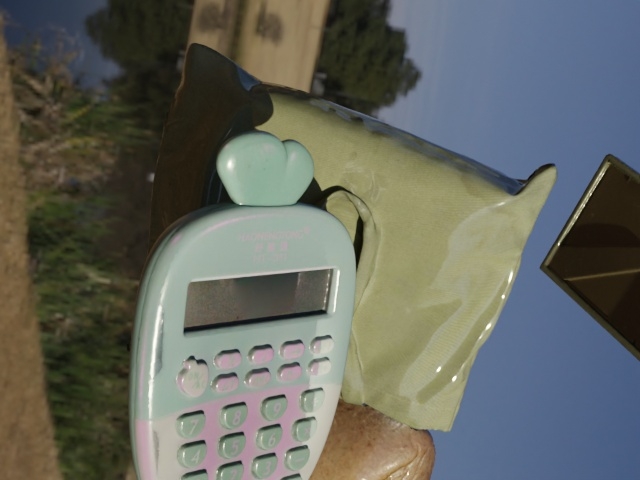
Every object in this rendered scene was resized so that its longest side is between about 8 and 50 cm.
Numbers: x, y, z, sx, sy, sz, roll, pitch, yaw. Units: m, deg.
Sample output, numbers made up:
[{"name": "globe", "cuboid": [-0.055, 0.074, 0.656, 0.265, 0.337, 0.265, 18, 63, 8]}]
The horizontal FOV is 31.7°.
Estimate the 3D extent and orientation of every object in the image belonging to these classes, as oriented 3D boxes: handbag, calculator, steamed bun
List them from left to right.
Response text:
[{"name": "calculator", "cuboid": [-0.052, 0.071, 0.786, 0.041, 0.185, 0.299, 17, -74, 46]}, {"name": "steamed bun", "cuboid": [-0.034, 0.269, 1.308, 0.301, 0.199, 0.251, -58, -139, 26]}, {"name": "handbag", "cuboid": [0.002, 0.005, 0.927, 0.109, 0.316, 0.253, -54, 162, -71]}]

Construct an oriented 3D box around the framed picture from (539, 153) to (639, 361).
[{"name": "framed picture", "cuboid": [0.315, 0.016, 1.147, 0.150, 0.015, 0.203, -62, -148, 16]}]
